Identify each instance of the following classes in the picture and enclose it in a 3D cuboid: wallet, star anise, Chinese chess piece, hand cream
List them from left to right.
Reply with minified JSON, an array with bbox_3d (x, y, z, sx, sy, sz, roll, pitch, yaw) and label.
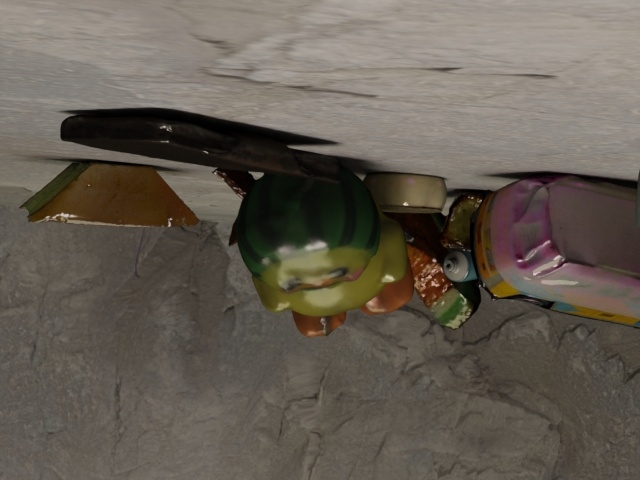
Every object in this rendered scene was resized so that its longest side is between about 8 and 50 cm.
[{"bbox_3d":[-0.119,-0.102,1.544,0.165,0.042,0.310,4,178,39],"label":"wallet"},{"bbox_3d":[-0.078,-0.082,2.023,0.158,0.144,0.140,-3,134,-6],"label":"star anise"},{"bbox_3d":[0.117,-0.066,1.992,0.122,0.051,0.122,2,177,0],"label":"Chinese chess piece"},{"bbox_3d":[0.259,0.037,2.140,0.083,0.048,0.224,0,179,43],"label":"hand cream"}]

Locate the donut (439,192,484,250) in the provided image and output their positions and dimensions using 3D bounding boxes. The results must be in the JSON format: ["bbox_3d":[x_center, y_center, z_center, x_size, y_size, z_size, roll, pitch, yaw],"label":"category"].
[{"bbox_3d":[0.307,-0.025,2.158,0.216,0.095,0.230,4,179,-29],"label":"donut"}]

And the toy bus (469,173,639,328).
[{"bbox_3d":[0.396,0.011,1.873,0.386,0.171,0.162,11,156,-22],"label":"toy bus"}]

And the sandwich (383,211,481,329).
[{"bbox_3d":[0.107,0.019,2.216,0.301,0.162,0.250,35,-158,-38],"label":"sandwich"}]

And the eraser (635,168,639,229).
[{"bbox_3d":[0.463,-0.039,1.359,0.290,0.104,0.189,4,-178,5],"label":"eraser"}]

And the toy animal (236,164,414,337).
[{"bbox_3d":[-0.001,-0.003,1.880,0.216,0.191,0.338,-16,158,10],"label":"toy animal"}]

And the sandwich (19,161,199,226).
[{"bbox_3d":[-0.312,-0.069,2.111,0.258,0.096,0.094,3,-175,-24],"label":"sandwich"}]
